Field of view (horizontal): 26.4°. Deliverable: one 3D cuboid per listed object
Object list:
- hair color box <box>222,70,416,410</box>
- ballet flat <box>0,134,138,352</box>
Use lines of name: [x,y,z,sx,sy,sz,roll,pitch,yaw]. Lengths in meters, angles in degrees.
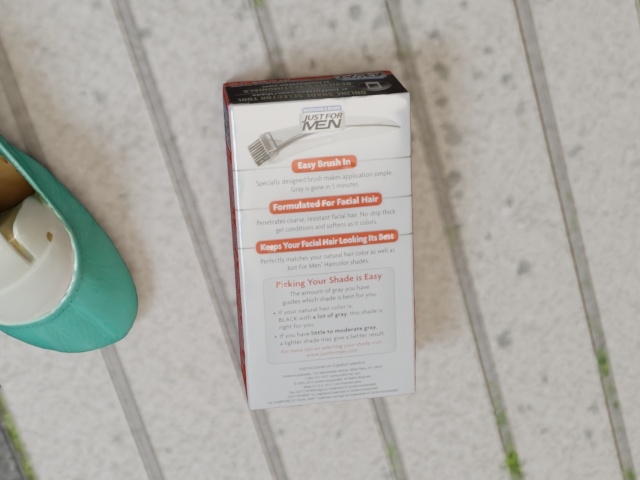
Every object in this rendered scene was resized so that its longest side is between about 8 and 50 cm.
hair color box: [0.000,0.000,0.720,0.093,0.053,0.167,-5,111,-7]
ballet flat: [-0.181,-0.023,0.662,0.083,0.087,0.247,-37,111,4]
